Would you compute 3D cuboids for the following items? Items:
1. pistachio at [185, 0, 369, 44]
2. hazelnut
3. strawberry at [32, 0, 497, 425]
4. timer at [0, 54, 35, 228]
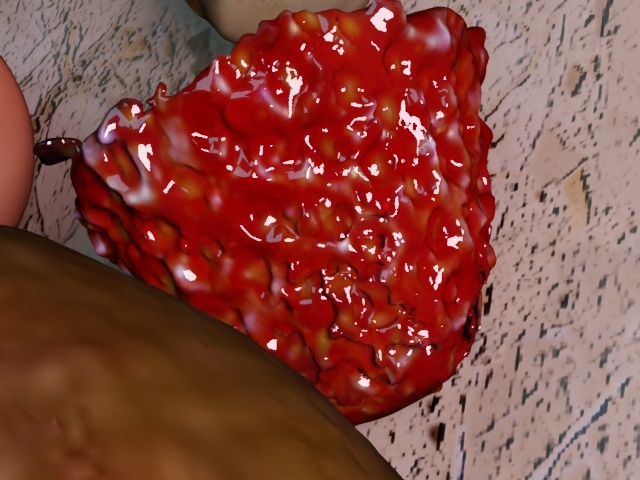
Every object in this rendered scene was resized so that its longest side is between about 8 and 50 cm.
[{"bbox_3d":[-0.009,-0.207,0.769,0.130,0.131,0.206,30,85,-2],"label":"pistachio"},{"bbox_3d":[-0.117,0.210,0.501,0.421,0.420,0.353,8,34,38],"label":"hazelnut"},{"bbox_3d":[0.000,0.000,0.622,0.234,0.234,0.178,-30,74,20],"label":"strawberry"},{"bbox_3d":[-0.311,-0.052,0.840,0.215,0.230,0.229,-26,55,34],"label":"timer"}]
